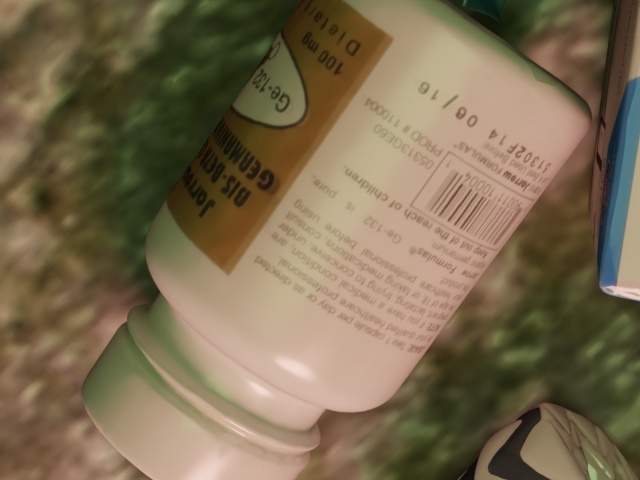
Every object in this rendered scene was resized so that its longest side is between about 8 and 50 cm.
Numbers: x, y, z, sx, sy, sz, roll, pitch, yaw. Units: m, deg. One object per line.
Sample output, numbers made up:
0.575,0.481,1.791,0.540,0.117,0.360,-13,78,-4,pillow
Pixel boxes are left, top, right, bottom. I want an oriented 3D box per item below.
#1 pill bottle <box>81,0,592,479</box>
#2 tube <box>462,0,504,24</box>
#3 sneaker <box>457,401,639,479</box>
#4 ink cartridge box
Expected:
0.000,0.000,0.672,0.131,0.131,0.229,35,100,0,pill bottle
0.093,-0.198,0.665,0.052,0.080,0.207,16,97,21,tube
0.095,0.202,0.672,0.153,0.094,0.235,-42,52,22,sneaker
0.156,-0.061,0.612,0.085,0.203,0.148,7,99,7,ink cartridge box
